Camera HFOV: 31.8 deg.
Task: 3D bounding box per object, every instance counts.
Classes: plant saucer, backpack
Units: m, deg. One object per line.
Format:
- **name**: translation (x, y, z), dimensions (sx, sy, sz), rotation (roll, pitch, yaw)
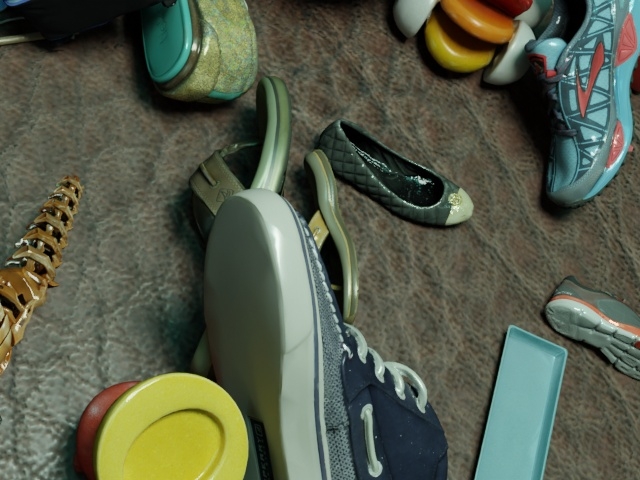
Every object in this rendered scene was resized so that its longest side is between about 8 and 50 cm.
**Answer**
- **plant saucer**: translation (0.185, 0.176, 1.059), dimensions (0.067, 0.018, 0.192), rotation (24, 59, -9)
- **backpack**: translation (-0.213, -0.287, 1.014), dimensions (0.158, 0.117, 0.173), rotation (-13, 65, 22)

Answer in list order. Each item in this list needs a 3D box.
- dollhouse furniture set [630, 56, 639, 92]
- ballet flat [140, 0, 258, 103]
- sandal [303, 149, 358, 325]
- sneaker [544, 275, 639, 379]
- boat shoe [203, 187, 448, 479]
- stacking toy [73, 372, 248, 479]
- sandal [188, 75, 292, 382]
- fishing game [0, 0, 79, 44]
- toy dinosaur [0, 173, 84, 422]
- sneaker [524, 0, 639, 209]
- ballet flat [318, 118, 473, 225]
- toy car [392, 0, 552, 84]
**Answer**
- **dollhouse furniture set**: translation (0.473, -0.159, 1.223), dimensions (0.374, 0.201, 0.152), rotation (30, 60, -7)
- **ballet flat**: translation (-0.132, -0.287, 1.109), dimensions (0.123, 0.123, 0.349), rotation (-4, 67, -23)
- **sandal**: translation (0.000, 0.000, 1.043), dimensions (0.049, 0.072, 0.180), rotation (-10, 68, -9)
- **sneaker**: translation (0.303, 0.084, 1.126), dimensions (0.157, 0.061, 0.065), rotation (32, 52, -5)
- **boat shoe**: translation (0.011, 0.112, 0.902), dimensions (0.158, 0.127, 0.341), rotation (-16, 111, -32)
- **stacking toy**: translation (-0.178, 0.271, 0.849), dimensions (0.309, 0.130, 0.280), rotation (-31, 106, -27)
- **sandal**: translation (-0.082, -0.024, 0.996), dimensions (0.086, 0.120, 0.303), rotation (14, 61, 1)
- **fishing game**: translation (-0.326, -0.303, 1.071), dimensions (0.189, 0.041, 0.264), rotation (-13, 74, -27)
- **toy dinosaur**: translation (-0.313, 0.062, 0.869), dimensions (0.218, 0.164, 0.322), rotation (48, 39, -11)
- **sneaker**: translation (0.254, -0.165, 1.165), dimensions (0.125, 0.104, 0.262), rotation (14, 83, -26)
- **ballet flat**: translation (0.076, -0.063, 1.109), dimensions (0.173, 0.049, 0.058), rotation (26, 60, -8)
- **toy car**: translation (0.177, -0.270, 1.197), dimensions (0.159, 0.136, 0.182), rotation (27, 59, -7)
